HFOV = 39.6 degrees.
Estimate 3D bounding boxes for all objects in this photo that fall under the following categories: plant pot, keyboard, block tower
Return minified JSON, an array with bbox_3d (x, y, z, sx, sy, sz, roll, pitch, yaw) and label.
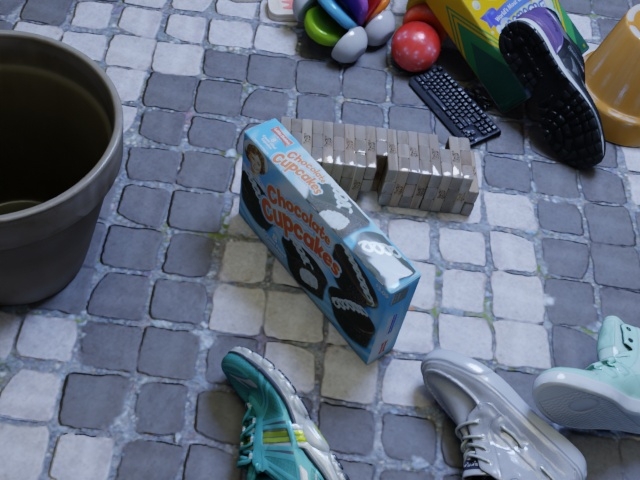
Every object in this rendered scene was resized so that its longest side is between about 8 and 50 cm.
[{"bbox_3d":[0.560,-0.301,1.555,0.205,0.188,0.205,4,53,-6],"label":"plant pot"},{"bbox_3d":[0.248,-0.244,1.569,0.108,0.023,0.180,-23,61,-24],"label":"keyboard"},{"bbox_3d":[-0.419,-0.065,1.169,0.323,0.280,0.323,5,53,-6],"label":"plant pot"},{"bbox_3d":[0.081,-0.118,1.406,0.335,0.091,0.097,5,52,-6],"label":"block tower"}]

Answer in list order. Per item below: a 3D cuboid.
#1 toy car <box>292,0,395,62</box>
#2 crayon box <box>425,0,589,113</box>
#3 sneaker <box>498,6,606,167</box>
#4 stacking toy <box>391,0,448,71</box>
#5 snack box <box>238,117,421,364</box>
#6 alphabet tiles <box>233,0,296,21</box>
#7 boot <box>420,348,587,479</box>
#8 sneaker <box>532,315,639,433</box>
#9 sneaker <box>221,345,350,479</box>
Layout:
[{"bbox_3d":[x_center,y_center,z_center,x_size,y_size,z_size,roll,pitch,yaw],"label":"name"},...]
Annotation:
[{"bbox_3d":[0.052,-0.421,1.585,0.182,0.136,0.159,-35,80,-29],"label":"toy car"},{"bbox_3d":[0.314,-0.416,1.583,0.203,0.083,0.323,-39,95,-30],"label":"crayon box"},{"bbox_3d":[0.421,-0.265,1.498,0.124,0.107,0.283,-37,103,-37],"label":"sneaker"},{"bbox_3d":[0.214,-0.440,1.657,0.141,0.141,0.330,22,60,8],"label":"stacking toy"},{"bbox_3d":[0.000,0.000,1.244,0.060,0.187,0.322,-28,62,-26],"label":"snack box"},{"bbox_3d":[-0.050,-0.530,1.737,0.277,0.021,0.284,-3,54,-12],"label":"alphabet tiles"},{"bbox_3d":[0.212,0.256,1.141,0.258,0.095,0.123,37,50,17],"label":"boot"},{"bbox_3d":[0.370,0.171,1.199,0.255,0.094,0.151,17,51,-31],"label":"sneaker"},{"bbox_3d":[-0.059,0.250,1.107,0.109,0.107,0.275,-27,61,-15],"label":"sneaker"}]
